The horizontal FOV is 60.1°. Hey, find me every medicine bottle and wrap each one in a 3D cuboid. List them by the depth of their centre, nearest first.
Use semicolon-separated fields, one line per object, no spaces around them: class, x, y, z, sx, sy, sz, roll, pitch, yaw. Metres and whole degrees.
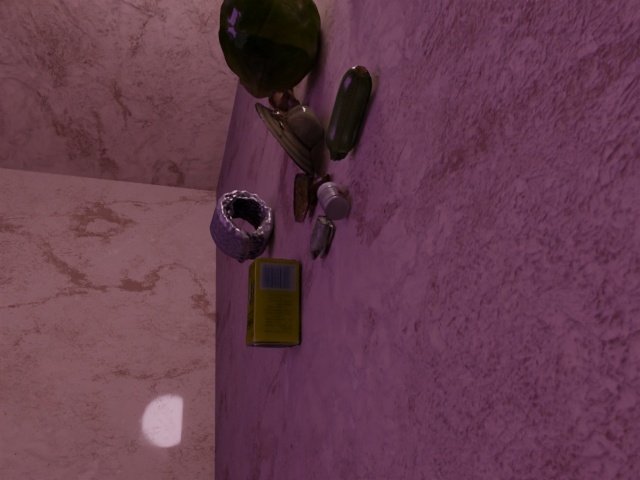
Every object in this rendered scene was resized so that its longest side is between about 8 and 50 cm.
medicine bottle;0.028;-0.089;1.248;0.091;0.058;0.058;-114;33;-59
medicine bottle;-0.135;0.181;1.581;0.137;0.141;0.250;143;130;-65

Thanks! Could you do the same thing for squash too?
squash;0.058;-0.270;1.185;0.077;0.068;0.219;-113;31;-48

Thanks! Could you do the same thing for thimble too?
thimble;-0.285;-0.056;2.022;0.157;0.217;0.245;114;141;-50

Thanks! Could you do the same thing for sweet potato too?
sweet potato;-0.008;-0.137;1.423;0.153;0.038;0.041;122;138;-61

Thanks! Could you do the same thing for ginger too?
ginger;-0.114;-0.440;1.814;0.333;0.080;0.166;-118;23;-51

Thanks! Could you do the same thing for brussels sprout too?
brussels sprout;-0.148;-0.577;1.596;0.354;0.289;0.281;113;171;-59

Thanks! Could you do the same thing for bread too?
bread;-0.050;-0.115;1.511;0.154;0.054;0.136;-74;-10;-81

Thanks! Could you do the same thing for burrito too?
burrito;-0.001;-0.002;1.353;0.074;0.044;0.118;-116;38;-53

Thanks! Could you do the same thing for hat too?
hat;-0.052;-0.296;1.462;0.110;0.252;0.252;-38;33;12
